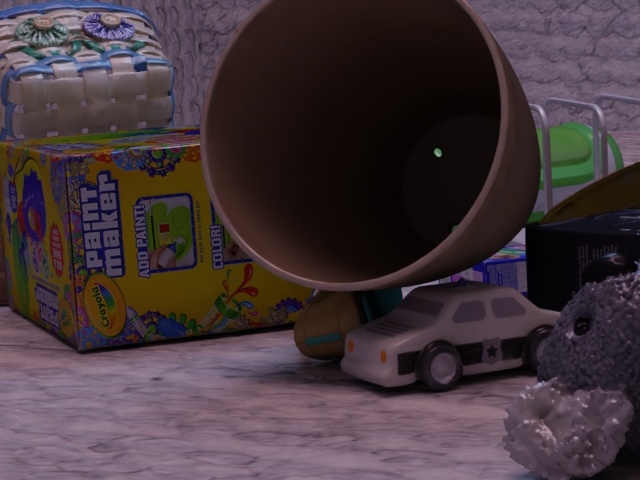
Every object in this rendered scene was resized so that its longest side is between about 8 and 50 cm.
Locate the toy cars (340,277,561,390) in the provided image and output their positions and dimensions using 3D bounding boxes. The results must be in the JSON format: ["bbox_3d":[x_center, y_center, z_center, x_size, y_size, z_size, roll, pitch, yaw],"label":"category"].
[{"bbox_3d":[0.212,0.058,1.410,0.394,0.087,0.176,-1,7,15],"label":"toy cars"}]

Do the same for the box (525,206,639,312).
[{"bbox_3d":[0.287,0.026,1.617,0.156,0.093,0.158,-10,9,-42],"label":"box"}]

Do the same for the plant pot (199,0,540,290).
[{"bbox_3d":[0.078,-0.070,1.530,0.256,0.256,0.274,1,-8,25],"label":"plant pot"}]

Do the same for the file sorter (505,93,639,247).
[{"bbox_3d":[0.344,-0.076,2.079,0.278,0.173,0.193,-4,8,-14],"label":"file sorter"}]

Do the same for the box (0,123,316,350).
[{"bbox_3d":[-0.139,-0.014,1.774,0.279,0.177,0.290,-7,8,-22],"label":"box"}]

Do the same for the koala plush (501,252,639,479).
[{"bbox_3d":[0.223,0.071,1.116,0.221,0.203,0.196,-23,9,31],"label":"koala plush"}]

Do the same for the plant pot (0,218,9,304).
[{"bbox_3d":[-0.291,-0.002,2.001,0.237,0.109,0.237,-3,8,0],"label":"plant pot"}]

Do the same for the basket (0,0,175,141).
[{"bbox_3d":[-0.283,-0.167,2.054,0.255,0.201,0.289,-7,18,-24],"label":"basket"}]

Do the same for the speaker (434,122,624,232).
[{"bbox_3d":[0.237,-0.076,2.309,0.296,0.131,0.131,-8,9,-37],"label":"speaker"}]

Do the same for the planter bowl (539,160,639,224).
[{"bbox_3d":[0.330,-0.017,1.812,0.217,0.090,0.217,-21,-13,-5],"label":"planter bowl"}]

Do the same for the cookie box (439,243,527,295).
[{"bbox_3d":[0.183,0.030,1.821,0.107,0.040,0.092,-6,7,-27],"label":"cookie box"}]

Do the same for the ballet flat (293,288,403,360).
[{"bbox_3d":[0.021,0.053,1.587,0.073,0.080,0.232,-17,3,10],"label":"ballet flat"}]
